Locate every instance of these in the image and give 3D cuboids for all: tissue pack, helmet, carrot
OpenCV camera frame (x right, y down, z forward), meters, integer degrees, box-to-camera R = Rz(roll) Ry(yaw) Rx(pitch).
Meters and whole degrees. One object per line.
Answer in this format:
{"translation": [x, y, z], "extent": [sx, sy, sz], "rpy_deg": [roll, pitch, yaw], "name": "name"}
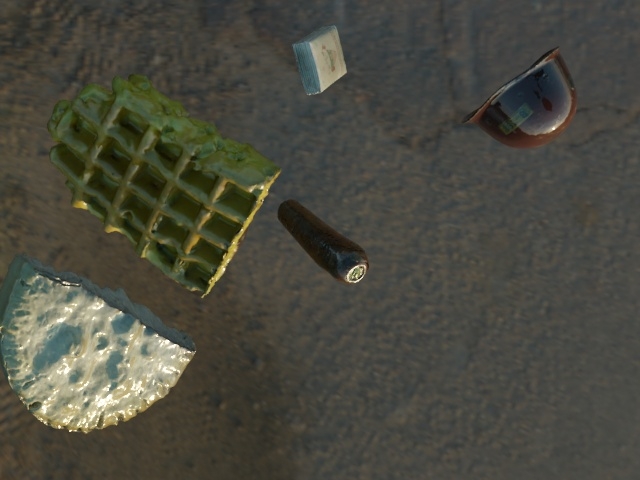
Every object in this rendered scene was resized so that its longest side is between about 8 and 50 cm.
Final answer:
{"translation": [0.001, -0.188, 1.513], "extent": [0.023, 0.108, 0.056], "rpy_deg": [-11, 105, 19], "name": "tissue pack"}
{"translation": [0.289, -0.179, 2.040], "extent": [0.106, 0.175, 0.155], "rpy_deg": [55, 30, -2], "name": "helmet"}
{"translation": [0.000, 0.000, 1.917], "extent": [0.055, 0.161, 0.055], "rpy_deg": [-28, 139, -28], "name": "carrot"}

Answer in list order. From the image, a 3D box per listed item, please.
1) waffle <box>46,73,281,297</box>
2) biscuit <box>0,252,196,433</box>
{"translation": [-0.156, -0.064, 1.332], "extent": [0.211, 0.160, 0.055], "rpy_deg": [35, 43, 2], "name": "waffle"}
{"translation": [-0.272, 0.138, 1.721], "extent": [0.281, 0.084, 0.179], "rpy_deg": [26, 85, -44], "name": "biscuit"}
